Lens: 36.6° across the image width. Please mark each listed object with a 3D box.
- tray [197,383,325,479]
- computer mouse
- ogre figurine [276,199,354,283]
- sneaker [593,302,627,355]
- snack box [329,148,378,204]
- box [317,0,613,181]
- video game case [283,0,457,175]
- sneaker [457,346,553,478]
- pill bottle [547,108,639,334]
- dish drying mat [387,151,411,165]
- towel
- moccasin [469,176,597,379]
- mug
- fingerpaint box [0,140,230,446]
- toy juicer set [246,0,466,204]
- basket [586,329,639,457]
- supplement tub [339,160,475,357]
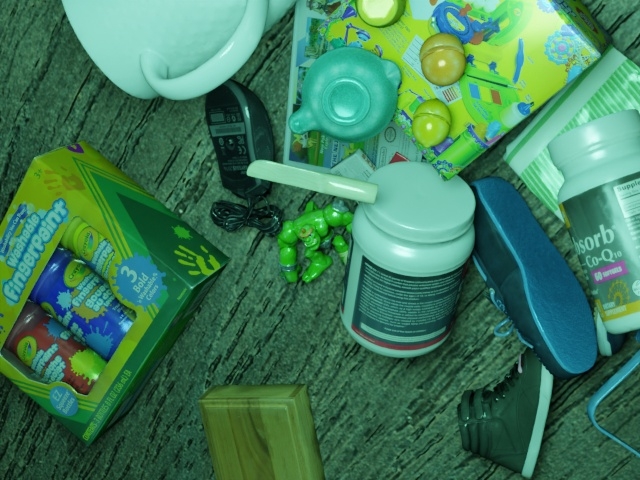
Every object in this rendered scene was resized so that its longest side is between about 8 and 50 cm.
[{"bbox_3d":[-0.094,0.480,1.865,0.203,0.076,0.411,-5,105,23],"label":"tray"},{"bbox_3d":[-0.129,-0.148,1.663,0.188,0.072,0.272,9,113,46],"label":"computer mouse"},{"bbox_3d":[0.000,0.000,1.659,0.197,0.097,0.118,-9,122,40],"label":"ogre figurine"},{"bbox_3d":[0.505,0.055,1.466,0.153,0.099,0.282,10,108,21],"label":"sneaker"},{"bbox_3d":[0.096,-0.069,1.603,0.064,0.022,0.178,-31,108,38],"label":"snack box"},{"bbox_3d":[0.209,-0.294,1.382,0.279,0.177,0.290,-39,90,29],"label":"box"},{"bbox_3d":[0.092,-0.253,1.565,0.300,0.036,0.329,13,112,18],"label":"video game case"},{"bbox_3d":[0.306,0.256,1.609,0.147,0.104,0.296,11,116,13],"label":"sneaker"},{"bbox_3d":[0.418,-0.025,1.315,0.162,0.162,0.278,-24,81,27],"label":"pill bottle"},{"bbox_3d":[0.150,-0.109,1.567,0.083,0.008,0.032,36,118,6],"label":"dish drying mat"},{"bbox_3d":[0.455,-0.102,1.408,0.325,0.038,0.248,45,105,17],"label":"towel"},{"bbox_3d":[0.318,0.064,1.514,0.117,0.137,0.342,-48,55,49],"label":"moccasin"},{"bbox_3d":[-0.185,-0.371,1.466,0.328,0.374,0.276,-23,142,21],"label":"mug"},{"bbox_3d":[-0.447,0.104,1.829,0.371,0.163,0.445,39,117,6],"label":"fingerpaint box"},{"bbox_3d":[0.069,-0.178,1.338,0.209,0.089,0.329,33,109,-4],"label":"toy juicer set"},{"bbox_3d":[0.570,0.224,1.417,0.255,0.201,0.289,39,92,-11],"label":"basket"},{"bbox_3d":[0.136,0.033,1.520,0.191,0.191,0.272,20,133,15],"label":"supplement tub"}]
